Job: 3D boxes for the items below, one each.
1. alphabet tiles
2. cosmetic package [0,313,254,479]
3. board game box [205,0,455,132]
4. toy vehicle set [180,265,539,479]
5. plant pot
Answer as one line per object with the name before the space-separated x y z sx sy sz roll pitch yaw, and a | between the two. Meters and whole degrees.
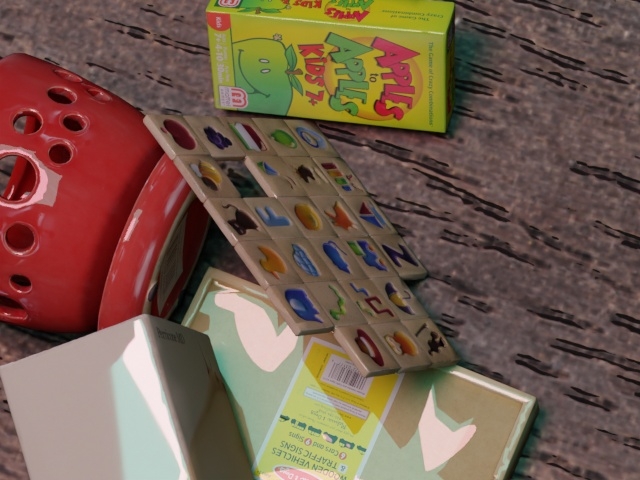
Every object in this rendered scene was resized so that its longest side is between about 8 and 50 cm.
alphabet tiles | 0.000 0.000 1.386 0.009 0.198 0.237 -47 66 27
cosmetic package | -0.099 0.217 1.306 0.113 0.160 0.309 -19 79 10
board game box | 0.009 -0.138 1.472 0.181 0.092 0.043 7 41 12
toy vehicle set | 0.004 0.142 1.408 0.267 0.035 0.166 22 76 16
plant pot | -0.177 -0.021 1.419 0.174 0.191 0.191 20 75 7
